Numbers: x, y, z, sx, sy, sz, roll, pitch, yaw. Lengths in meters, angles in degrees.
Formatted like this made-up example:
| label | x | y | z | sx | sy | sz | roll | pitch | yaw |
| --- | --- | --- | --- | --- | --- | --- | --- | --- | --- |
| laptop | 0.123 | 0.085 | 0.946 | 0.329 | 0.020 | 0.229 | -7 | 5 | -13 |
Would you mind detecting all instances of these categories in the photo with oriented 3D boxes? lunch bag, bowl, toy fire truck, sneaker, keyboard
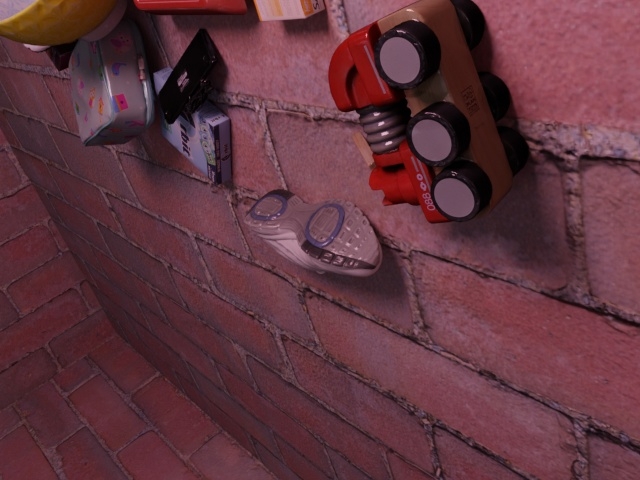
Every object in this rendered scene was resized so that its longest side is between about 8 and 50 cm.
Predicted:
| label | x | y | z | sx | sy | sz | roll | pitch | yaw |
| --- | --- | --- | --- | --- | --- | --- | --- | --- | --- |
| lunch bag | -0.428 | -0.319 | 1.223 | 0.279 | 0.107 | 0.224 | -9 | 90 | 56 |
| bowl | -0.424 | -0.433 | 1.021 | 0.289 | 0.290 | 0.156 | 31 | 174 | 37 |
| toy fire truck | 0.083 | -0.133 | 0.677 | 0.246 | 0.158 | 0.217 | -6 | 116 | 47 |
| sneaker | 0.000 | 0.000 | 0.991 | 0.297 | 0.111 | 0.129 | 24 | 155 | 49 |
| keyboard | -0.221 | -0.268 | 1.045 | 0.192 | 0.038 | 0.100 | -36 | 68 | 46 |

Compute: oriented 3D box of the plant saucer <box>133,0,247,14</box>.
| label | x | y | z | sx | sy | sz | roll | pitch | yaw |
| --- | --- | --- | --- | --- | --- | --- | --- | --- | --- |
| plant saucer | -0.238 | -0.432 | 0.842 | 0.259 | 0.047 | 0.259 | 21 | 143 | 44 |

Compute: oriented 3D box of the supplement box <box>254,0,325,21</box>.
| label | x | y | z | sx | sy | sz | roll | pitch | yaw |
| --- | --- | --- | --- | --- | --- | --- | --- | --- | --- |
| supplement box | -0.045 | -0.314 | 0.760 | 0.098 | 0.036 | 0.062 | 20 | 136 | 47 |

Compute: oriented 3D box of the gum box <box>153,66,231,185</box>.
| label | x | y | z | sx | sy | sz | roll | pitch | yaw |
| --- | --- | --- | --- | --- | --- | --- | --- | --- | --- |
| gum box | -0.245 | -0.219 | 1.162 | 0.184 | 0.041 | 0.157 | 42 | 149 | 23 |

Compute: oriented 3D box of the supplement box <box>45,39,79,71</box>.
| label | x | y | z | sx | sy | sz | roll | pitch | yaw |
| --- | --- | --- | --- | --- | --- | --- | --- | --- | --- |
| supplement box | -0.578 | -0.484 | 1.316 | 0.188 | 0.104 | 0.080 | 58 | 153 | -6 |

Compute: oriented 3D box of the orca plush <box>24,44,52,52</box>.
| label | x | y | z | sx | sy | sz | roll | pitch | yaw |
| --- | --- | --- | --- | --- | --- | --- | --- | --- | --- |
| orca plush | -0.522 | -0.519 | 1.198 | 0.151 | 0.102 | 0.287 | 15 | 121 | -2 |
